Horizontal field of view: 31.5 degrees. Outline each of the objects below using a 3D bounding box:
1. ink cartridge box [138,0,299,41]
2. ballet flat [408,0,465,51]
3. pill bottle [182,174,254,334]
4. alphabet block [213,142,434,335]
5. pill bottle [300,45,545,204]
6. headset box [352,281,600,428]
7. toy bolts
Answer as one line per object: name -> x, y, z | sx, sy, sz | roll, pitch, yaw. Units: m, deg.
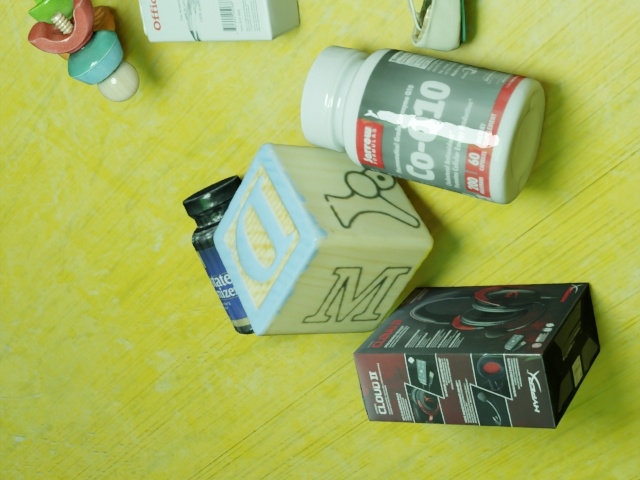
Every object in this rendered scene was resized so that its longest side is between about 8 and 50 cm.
ink cartridge box -> -0.146, -0.356, 1.559 | 0.208, 0.087, 0.153 | 5, 116, 27
ballet flat -> 0.141, -0.351, 1.391 | 0.086, 0.086, 0.248 | 11, 117, 25
pill bottle -> -0.117, 0.019, 1.702 | 0.123, 0.123, 0.219 | -19, 102, 35
alphabet block -> 0.000, 0.000, 1.537 | 0.193, 0.197, 0.192 | -57, 45, 36
pill bottle -> 0.128, -0.155, 1.451 | 0.283, 0.161, 0.161 | 16, 120, 23
headset box -> 0.198, 0.150, 1.522 | 0.293, 0.218, 0.110 | -3, 110, 31
toy bolts -> -0.301, -0.307, 1.624 | 0.218, 0.228, 0.158 | -32, 123, 15
